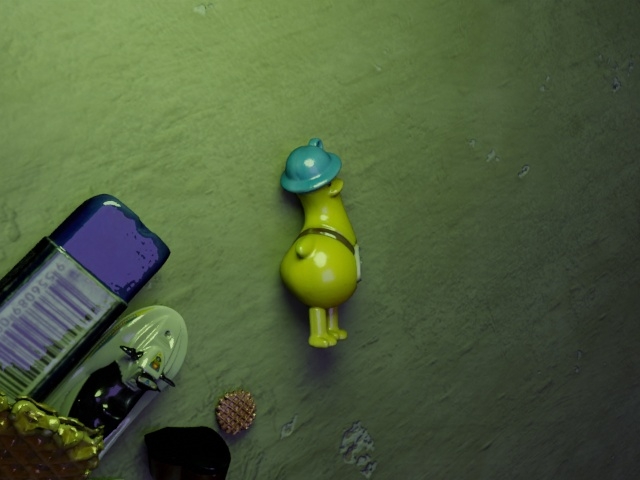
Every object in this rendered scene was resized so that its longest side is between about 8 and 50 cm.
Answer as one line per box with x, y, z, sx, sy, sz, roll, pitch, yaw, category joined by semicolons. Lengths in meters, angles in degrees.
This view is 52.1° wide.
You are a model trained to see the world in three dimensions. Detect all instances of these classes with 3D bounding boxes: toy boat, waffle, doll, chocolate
-0.311;0.222;0.999;0.269;0.141;0.141;-44;118;-2;toy boat
-0.151;0.303;1.166;0.075;0.029;0.083;-15;103;-29;waffle
-0.432;0.283;0.896;0.245;0.254;0.052;33;36;-23;waffle
0.000;0.000;1.159;0.199;0.145;0.362;-5;92;-70;doll
-0.224;0.371;1.098;0.149;0.125;0.080;14;101;4;chocolate

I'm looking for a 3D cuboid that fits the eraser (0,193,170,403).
-0.385;0.088;0.950;0.332;0.102;0.155;-50;118;-16;eraser

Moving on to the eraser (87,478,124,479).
-0.361;0.406;1.060;0.083;0.019;0.038;13;89;-32;eraser
